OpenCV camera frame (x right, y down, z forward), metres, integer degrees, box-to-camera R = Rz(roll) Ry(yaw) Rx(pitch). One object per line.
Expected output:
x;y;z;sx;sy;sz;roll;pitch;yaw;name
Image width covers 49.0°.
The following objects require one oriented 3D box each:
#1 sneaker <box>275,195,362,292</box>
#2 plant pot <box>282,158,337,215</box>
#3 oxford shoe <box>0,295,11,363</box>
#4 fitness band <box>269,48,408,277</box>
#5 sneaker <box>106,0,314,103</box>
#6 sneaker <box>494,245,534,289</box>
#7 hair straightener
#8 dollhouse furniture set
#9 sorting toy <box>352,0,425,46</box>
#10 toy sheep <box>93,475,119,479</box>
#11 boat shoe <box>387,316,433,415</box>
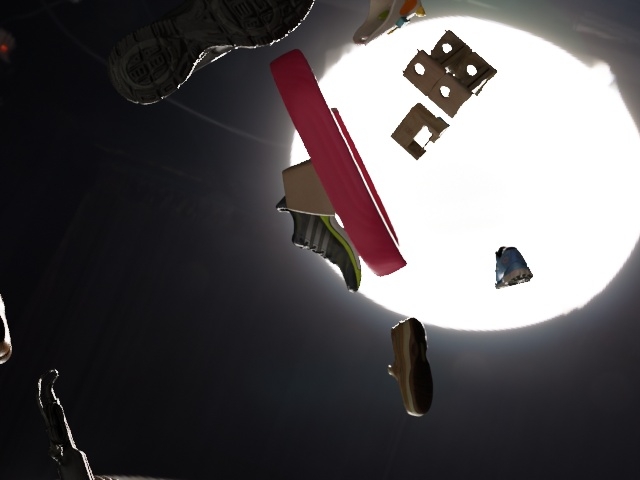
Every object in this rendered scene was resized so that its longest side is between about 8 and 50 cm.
0.000;0.000;1.695;0.300;0.121;0.111;59;-8;8;sneaker
-0.014;-0.105;1.320;0.096;0.109;0.109;-5;13;14;plant pot
-0.642;0.128;1.349;0.212;0.076;0.076;56;-38;22;oxford shoe
0.025;-0.092;0.846;0.291;0.054;0.209;63;6;-1;fitness band
-0.140;-0.283;0.905;0.130;0.286;0.109;-102;167;-65;sneaker
0.339;0.044;1.248;0.063;0.073;0.162;-13;-12;2;sneaker
-0.375;0.299;1.040;0.047;0.230;0.089;-16;-16;-15;hair straightener
0.211;-0.275;1.331;0.129;0.129;0.184;43;-43;5;dollhouse furniture set
0.070;-0.246;0.786;0.045;0.075;0.083;47;4;-24;sorting toy
-0.377;0.442;1.194;0.091;0.091;0.132;6;5;41;toy sheep
0.157;0.233;1.273;0.072;0.190;0.068;-26;-49;30;boat shoe
